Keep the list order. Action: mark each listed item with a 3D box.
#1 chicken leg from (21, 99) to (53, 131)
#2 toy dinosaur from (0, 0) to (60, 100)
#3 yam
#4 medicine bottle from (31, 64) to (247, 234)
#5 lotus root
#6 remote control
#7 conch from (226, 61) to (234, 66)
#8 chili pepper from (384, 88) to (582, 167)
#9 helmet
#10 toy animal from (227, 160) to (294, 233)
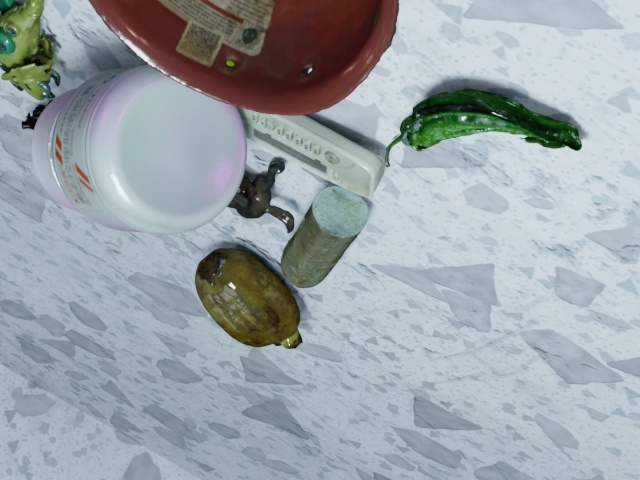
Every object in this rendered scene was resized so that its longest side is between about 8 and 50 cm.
[{"bbox_3d":[-0.390,-0.170,2.224,0.234,0.063,0.105,21,158,10],"label":"chicken leg"},{"bbox_3d":[-0.454,-0.312,2.004,0.153,0.094,0.259,26,146,3],"label":"toy dinosaur"},{"bbox_3d":[0.000,0.000,2.124,0.093,0.093,0.259,29,154,-3],"label":"yam"},{"bbox_3d":[-0.274,-0.132,1.972,0.241,0.241,0.302,43,160,-28],"label":"medicine bottle"},{"bbox_3d":[-0.120,0.114,2.408,0.145,0.128,0.260,-12,136,39],"label":"lotus root"},{"bbox_3d":[-0.015,-0.141,1.927,0.230,0.049,0.090,28,154,13],"label":"remote control"},{"bbox_3d":[-0.114,-0.259,1.794,0.201,0.079,0.095,3,166,27],"label":"conch"},{"bbox_3d":[0.186,-0.148,1.709,0.279,0.065,0.122,2,141,34],"label":"chili pepper"},{"bbox_3d":[-0.057,-0.333,1.419,0.338,0.230,0.385,33,145,-14],"label":"helmet"},{"bbox_3d":[-0.139,-0.095,2.120,0.233,0.084,0.148,24,167,12],"label":"toy animal"}]
